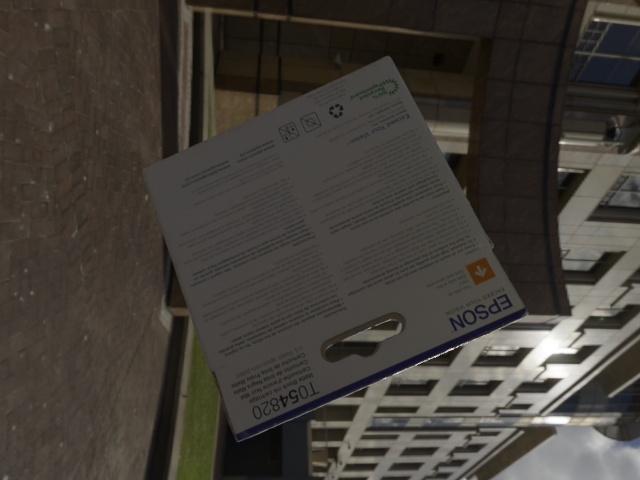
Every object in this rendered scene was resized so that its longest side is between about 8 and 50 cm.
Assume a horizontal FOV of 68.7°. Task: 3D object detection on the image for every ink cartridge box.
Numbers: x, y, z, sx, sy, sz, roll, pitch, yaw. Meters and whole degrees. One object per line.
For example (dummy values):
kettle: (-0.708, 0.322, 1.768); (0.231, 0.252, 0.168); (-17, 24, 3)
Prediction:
ink cartridge box: (0.000, 0.000, 0.359); (0.045, 0.223, 0.224); (59, 8, -74)
